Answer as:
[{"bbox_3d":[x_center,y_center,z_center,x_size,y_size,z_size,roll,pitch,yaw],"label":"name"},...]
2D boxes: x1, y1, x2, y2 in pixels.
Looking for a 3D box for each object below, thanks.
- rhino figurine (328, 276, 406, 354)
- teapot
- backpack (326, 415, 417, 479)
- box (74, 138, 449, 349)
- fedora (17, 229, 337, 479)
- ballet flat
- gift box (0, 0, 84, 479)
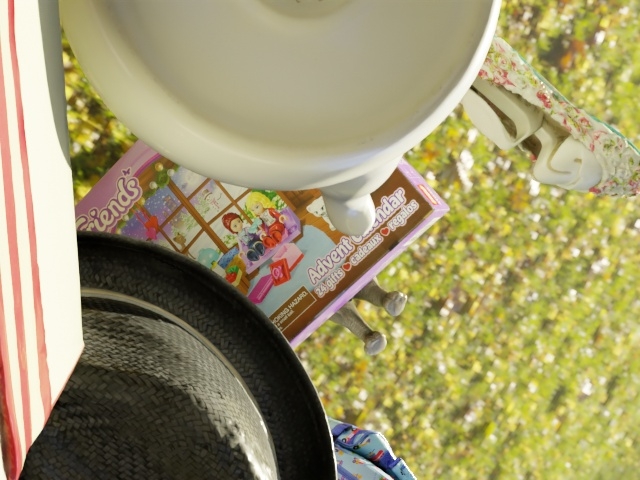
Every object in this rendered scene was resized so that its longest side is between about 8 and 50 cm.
[{"bbox_3d":[0.000,0.000,0.901,0.073,0.106,0.243,-40,136,-11],"label":"rhino figurine"},{"bbox_3d":[-0.035,-0.151,0.559,0.252,0.187,0.256,16,90,-16],"label":"teapot"},{"bbox_3d":[0.037,0.242,0.867,0.117,0.173,0.158,-47,116,-25],"label":"backpack"},{"bbox_3d":[-0.075,-0.002,0.777,0.293,0.201,0.057,-43,169,16],"label":"box"},{"bbox_3d":[-0.129,0.146,0.611,0.334,0.152,0.334,2,85,-17],"label":"fedora"},{"bbox_3d":[0.199,-0.100,0.916,0.077,0.241,0.091,-56,-174,-30],"label":"ballet flat"},{"bbox_3d":[-0.189,-0.049,0.314,0.276,0.255,0.258,-3,106,-6],"label":"gift box"}]
